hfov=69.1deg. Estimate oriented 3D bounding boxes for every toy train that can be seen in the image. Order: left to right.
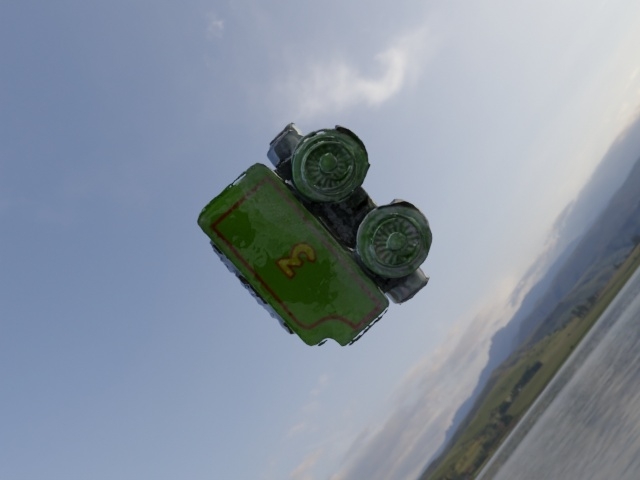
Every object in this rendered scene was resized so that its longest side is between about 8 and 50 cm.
[{"bbox_3d":[0.000,0.000,0.664,0.249,0.307,0.173,-42,2,-3],"label":"toy train"}]
